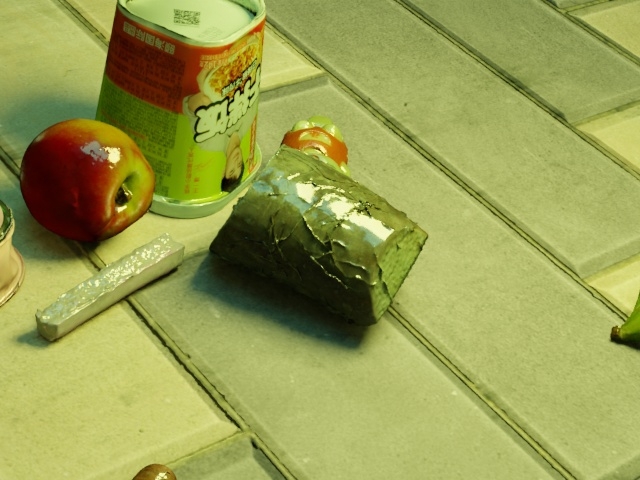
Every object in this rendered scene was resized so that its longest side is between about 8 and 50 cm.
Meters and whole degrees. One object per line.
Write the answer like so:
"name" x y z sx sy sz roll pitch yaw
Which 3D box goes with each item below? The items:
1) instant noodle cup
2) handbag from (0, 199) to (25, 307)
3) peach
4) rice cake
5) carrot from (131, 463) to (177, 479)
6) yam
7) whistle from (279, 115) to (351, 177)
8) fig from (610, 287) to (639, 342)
"instant noodle cup" -0.218 -0.243 2.010 0.294 0.308 0.294 8 38 -6
"handbag" -0.507 0.013 1.759 0.179 0.116 0.205 28 41 19
"peach" -0.353 -0.089 1.886 0.197 0.197 0.197 8 38 -6
"rice cake" -0.294 0.065 1.809 0.049 0.055 0.270 41 44 16
"carrot" -0.226 0.351 1.467 0.059 0.059 0.248 18 40 6
"yam" 0.002 -0.003 1.868 0.271 0.201 0.202 32 81 1
"whistle" -0.013 -0.125 2.085 0.131 0.106 0.288 7 37 2
"fig" 0.559 0.103 1.961 0.235 0.203 0.203 -42 54 -1
